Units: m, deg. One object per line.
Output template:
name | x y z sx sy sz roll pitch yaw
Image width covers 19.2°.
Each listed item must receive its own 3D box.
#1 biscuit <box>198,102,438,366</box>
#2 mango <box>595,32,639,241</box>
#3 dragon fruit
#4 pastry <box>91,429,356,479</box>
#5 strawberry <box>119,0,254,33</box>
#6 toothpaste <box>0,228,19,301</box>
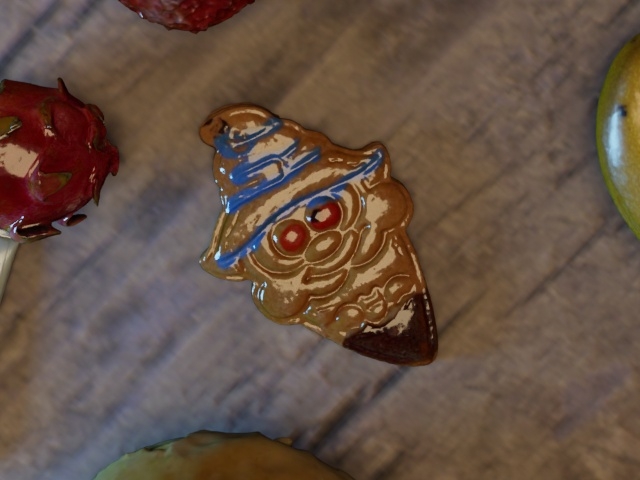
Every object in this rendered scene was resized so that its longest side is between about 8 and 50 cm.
biscuit | 0.000 0.000 1.582 0.183 0.043 0.280 -39 93 7
mango | 0.320 -0.053 1.544 0.157 0.109 0.262 -35 93 14
dragon fruit | -0.250 -0.067 1.521 0.165 0.133 0.136 5 88 9
pastry | -0.092 0.357 1.514 0.409 0.245 0.410 0 97 -3
strawberry | -0.104 -0.317 1.468 0.261 0.258 0.261 0 74 -2
toothpaste | -0.300 0.093 1.589 0.052 0.033 0.218 14 94 -3
